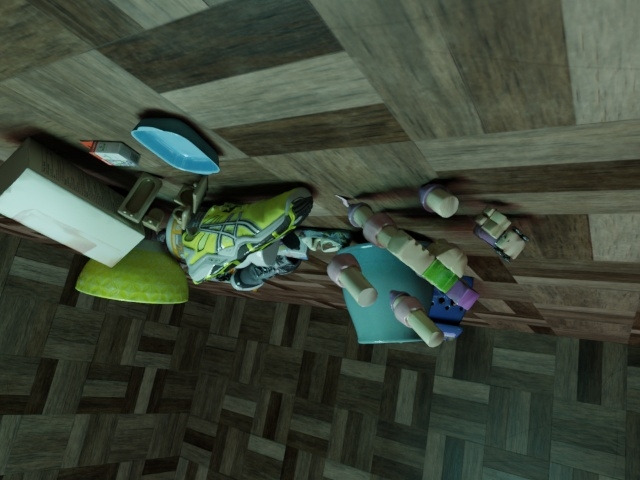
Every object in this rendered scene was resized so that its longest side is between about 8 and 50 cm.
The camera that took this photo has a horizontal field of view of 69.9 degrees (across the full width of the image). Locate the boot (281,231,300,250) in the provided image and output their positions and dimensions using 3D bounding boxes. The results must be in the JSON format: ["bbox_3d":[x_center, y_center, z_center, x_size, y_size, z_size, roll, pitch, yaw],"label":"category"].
[{"bbox_3d":[-0.086,0.003,1.337,0.121,0.045,0.099,39,174,33],"label":"boot"}]

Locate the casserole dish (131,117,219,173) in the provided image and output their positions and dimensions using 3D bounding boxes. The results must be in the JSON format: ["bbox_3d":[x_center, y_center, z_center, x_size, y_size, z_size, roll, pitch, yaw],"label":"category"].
[{"bbox_3d":[-0.260,-0.176,0.848,0.114,0.037,0.188,6,166,18],"label":"casserole dish"}]

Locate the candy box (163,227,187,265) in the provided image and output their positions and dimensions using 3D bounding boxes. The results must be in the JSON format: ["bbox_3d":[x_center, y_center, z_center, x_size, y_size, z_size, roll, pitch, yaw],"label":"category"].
[{"bbox_3d":[-0.463,0.009,1.490,0.071,0.159,0.233,16,165,-25],"label":"candy box"}]

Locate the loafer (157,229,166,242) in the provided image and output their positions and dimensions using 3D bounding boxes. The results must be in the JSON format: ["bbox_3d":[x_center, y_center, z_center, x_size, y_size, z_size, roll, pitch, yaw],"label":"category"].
[{"bbox_3d":[-0.529,0.006,1.735,0.061,0.062,0.170,-10,157,43],"label":"loafer"}]

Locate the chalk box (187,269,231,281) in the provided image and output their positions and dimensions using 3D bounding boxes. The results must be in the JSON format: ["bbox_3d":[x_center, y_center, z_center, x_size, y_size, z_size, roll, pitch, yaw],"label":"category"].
[{"bbox_3d":[-0.399,0.094,1.842,0.213,0.132,0.132,5,165,18],"label":"chalk box"}]

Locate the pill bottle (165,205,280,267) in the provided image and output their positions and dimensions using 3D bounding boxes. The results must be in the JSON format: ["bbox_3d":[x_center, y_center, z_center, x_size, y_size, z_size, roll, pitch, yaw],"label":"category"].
[{"bbox_3d":[-0.263,-0.010,1.256,0.278,0.162,0.162,6,166,16],"label":"pill bottle"}]

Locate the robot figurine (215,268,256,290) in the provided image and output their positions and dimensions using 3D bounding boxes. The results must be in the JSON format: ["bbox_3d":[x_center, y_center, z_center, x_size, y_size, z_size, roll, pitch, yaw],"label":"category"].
[{"bbox_3d":[-0.272,0.093,1.710,0.211,0.085,0.291,-35,148,6],"label":"robot figurine"}]

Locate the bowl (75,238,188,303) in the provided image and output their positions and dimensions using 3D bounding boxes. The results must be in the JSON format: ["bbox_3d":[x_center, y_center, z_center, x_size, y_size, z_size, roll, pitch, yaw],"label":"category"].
[{"bbox_3d":[-0.501,0.072,1.263,0.290,0.156,0.289,9,177,0],"label":"bowl"}]

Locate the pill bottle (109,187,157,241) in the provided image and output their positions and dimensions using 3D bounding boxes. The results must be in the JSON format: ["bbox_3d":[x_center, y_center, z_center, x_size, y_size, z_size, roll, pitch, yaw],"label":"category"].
[{"bbox_3d":[-0.619,-0.035,1.394,0.176,0.176,0.318,9,166,5],"label":"pill bottle"}]

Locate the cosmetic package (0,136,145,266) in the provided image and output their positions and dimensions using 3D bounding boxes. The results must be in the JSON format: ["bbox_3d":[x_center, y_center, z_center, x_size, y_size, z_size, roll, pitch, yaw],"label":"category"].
[{"bbox_3d":[-0.576,-0.079,1.065,0.296,0.129,0.153,42,-170,-44],"label":"cosmetic package"}]

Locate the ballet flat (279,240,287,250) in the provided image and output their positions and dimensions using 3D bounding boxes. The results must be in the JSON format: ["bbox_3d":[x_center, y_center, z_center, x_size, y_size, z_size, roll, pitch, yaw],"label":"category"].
[{"bbox_3d":[-0.206,-0.012,1.418,0.222,0.077,0.079,7,146,16],"label":"ballet flat"}]

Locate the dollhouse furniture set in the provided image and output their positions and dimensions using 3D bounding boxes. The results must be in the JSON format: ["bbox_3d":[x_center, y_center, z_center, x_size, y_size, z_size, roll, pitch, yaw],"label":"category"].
[{"bbox_3d":[-0.363,-0.104,1.051,0.151,0.144,0.123,28,159,-7],"label":"dollhouse furniture set"}]

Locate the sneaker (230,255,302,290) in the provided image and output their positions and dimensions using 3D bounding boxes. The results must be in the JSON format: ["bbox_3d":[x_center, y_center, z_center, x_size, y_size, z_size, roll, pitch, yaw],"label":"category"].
[{"bbox_3d":[-0.173,0.084,1.573,0.269,0.101,0.153,-21,173,-33],"label":"sneaker"}]

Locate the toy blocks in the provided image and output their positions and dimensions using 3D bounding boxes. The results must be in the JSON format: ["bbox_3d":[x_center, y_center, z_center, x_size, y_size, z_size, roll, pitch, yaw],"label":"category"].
[{"bbox_3d":[0.192,0.006,0.974,0.289,0.309,0.260,34,-172,-32],"label":"toy blocks"}]

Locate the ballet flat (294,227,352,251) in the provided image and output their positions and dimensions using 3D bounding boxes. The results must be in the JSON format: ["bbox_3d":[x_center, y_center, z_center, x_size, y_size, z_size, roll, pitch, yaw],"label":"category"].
[{"bbox_3d":[0.000,0.000,1.302,0.188,0.070,0.070,2,164,33],"label":"ballet flat"}]

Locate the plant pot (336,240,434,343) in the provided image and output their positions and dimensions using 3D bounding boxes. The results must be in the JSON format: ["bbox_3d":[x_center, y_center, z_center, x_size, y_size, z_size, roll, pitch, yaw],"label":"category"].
[{"bbox_3d":[0.186,0.150,1.250,0.272,0.255,0.271,-3,167,-1],"label":"plant pot"}]

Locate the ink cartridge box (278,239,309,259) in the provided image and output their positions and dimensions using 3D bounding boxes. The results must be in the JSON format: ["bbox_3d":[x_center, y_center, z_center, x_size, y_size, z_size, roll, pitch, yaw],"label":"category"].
[{"bbox_3d":[-0.099,0.021,1.485,0.122,0.052,0.088,11,166,6],"label":"ink cartridge box"}]

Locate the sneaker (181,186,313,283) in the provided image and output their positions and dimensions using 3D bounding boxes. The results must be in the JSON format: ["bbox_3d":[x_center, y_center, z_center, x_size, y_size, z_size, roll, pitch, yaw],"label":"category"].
[{"bbox_3d":[-0.189,-0.032,1.054,0.385,0.147,0.145,-29,178,25],"label":"sneaker"}]

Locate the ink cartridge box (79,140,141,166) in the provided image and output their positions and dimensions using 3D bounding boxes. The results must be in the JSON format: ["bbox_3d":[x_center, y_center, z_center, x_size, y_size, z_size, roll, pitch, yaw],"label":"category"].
[{"bbox_3d":[-0.451,-0.184,0.974,0.115,0.029,0.063,6,166,18],"label":"ink cartridge box"}]

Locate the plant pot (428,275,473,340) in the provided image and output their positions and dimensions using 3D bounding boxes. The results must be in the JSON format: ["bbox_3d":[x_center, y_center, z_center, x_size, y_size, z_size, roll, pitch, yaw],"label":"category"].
[{"bbox_3d":[0.410,0.239,1.643,0.236,0.212,0.236,7,165,14],"label":"plant pot"}]
